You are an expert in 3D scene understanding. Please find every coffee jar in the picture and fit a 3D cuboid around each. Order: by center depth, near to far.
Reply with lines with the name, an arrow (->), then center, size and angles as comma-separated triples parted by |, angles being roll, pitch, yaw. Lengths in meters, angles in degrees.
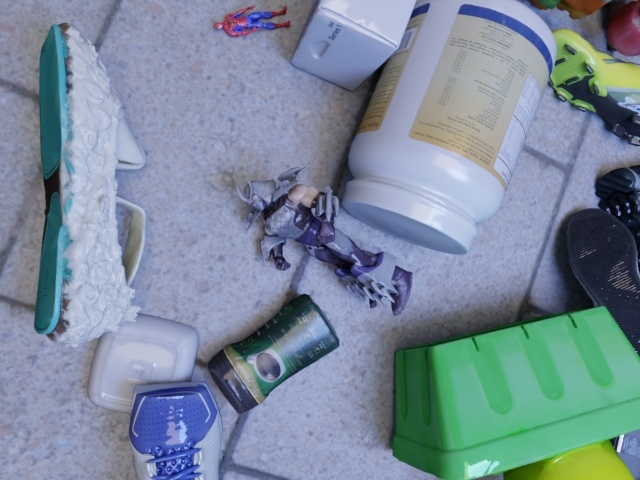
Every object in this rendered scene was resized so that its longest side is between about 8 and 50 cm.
coffee jar -> -0.070, 0.166, 0.734 | 0.184, 0.079, 0.096 | -33, 100, -12

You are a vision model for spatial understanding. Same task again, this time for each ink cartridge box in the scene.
ink cartridge box -> 0.073, -0.382, 0.704 | 0.117, 0.201, 0.278 | 22, 85, -12

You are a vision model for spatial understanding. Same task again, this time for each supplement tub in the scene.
supplement tub -> 0.176, -0.160, 0.716 | 0.228, 0.228, 0.316 | 24, 85, -12

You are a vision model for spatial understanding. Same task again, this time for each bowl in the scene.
bowl -> -0.253, 0.182, 0.705 | 0.141, 0.053, 0.142 | 15, 88, -12

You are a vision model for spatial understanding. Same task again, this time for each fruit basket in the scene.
fruit basket -> 0.314, 0.304, 0.719 | 0.391, 0.283, 0.392 | 3, 75, -10

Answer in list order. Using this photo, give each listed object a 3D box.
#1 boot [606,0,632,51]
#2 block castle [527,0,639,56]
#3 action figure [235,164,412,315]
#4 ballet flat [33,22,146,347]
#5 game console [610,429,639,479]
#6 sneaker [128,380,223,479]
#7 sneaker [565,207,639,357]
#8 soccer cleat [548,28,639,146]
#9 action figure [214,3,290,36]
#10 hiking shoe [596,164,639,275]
boot -> 0.625, -0.401, 0.908 | 0.219, 0.082, 0.106 | -1, 101, -4
block castle -> 0.421, -0.529, 0.768 | 0.453, 0.213, 0.303 | 34, 86, -3
action figure -> 0.000, 0.000, 0.710 | 0.285, 0.185, 0.099 | 34, 64, -17
ballet flat -> -0.304, -0.068, 0.664 | 0.146, 0.147, 0.409 | 0, 86, -13
game console -> 0.531, 0.441, 0.873 | 0.213, 0.044, 0.362 | 17, 82, 5
sneaker -> -0.175, 0.354, 0.634 | 0.127, 0.182, 0.316 | -1, 101, -21
sneaker -> 0.513, 0.101, 0.856 | 0.123, 0.178, 0.296 | -17, 55, 15
soccer cleat -> 0.503, -0.283, 0.871 | 0.289, 0.093, 0.121 | 32, 72, -13
action figure -> -0.104, -0.333, 0.752 | 0.115, 0.030, 0.038 | -15, 99, -11
hiking shoe -> 0.610, 0.004, 0.879 | 0.132, 0.113, 0.304 | -18, 94, -12
